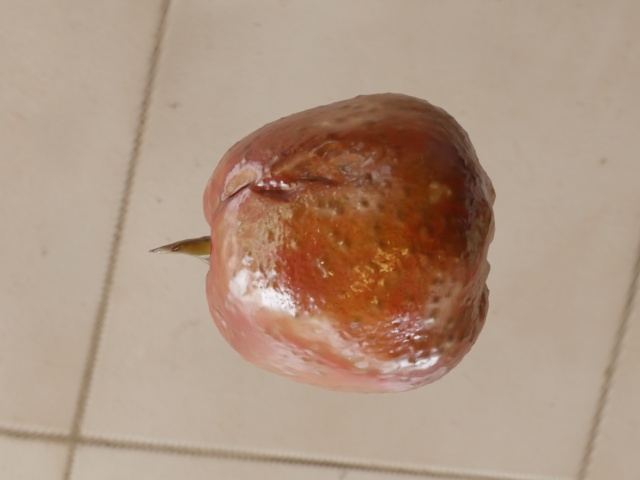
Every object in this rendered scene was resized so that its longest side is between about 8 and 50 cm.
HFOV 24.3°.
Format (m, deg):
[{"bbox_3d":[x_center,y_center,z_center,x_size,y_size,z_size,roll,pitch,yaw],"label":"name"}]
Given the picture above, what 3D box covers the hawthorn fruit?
[{"bbox_3d":[0.000,0.000,0.869,0.200,0.179,0.179,4,102,-2],"label":"hawthorn fruit"}]
